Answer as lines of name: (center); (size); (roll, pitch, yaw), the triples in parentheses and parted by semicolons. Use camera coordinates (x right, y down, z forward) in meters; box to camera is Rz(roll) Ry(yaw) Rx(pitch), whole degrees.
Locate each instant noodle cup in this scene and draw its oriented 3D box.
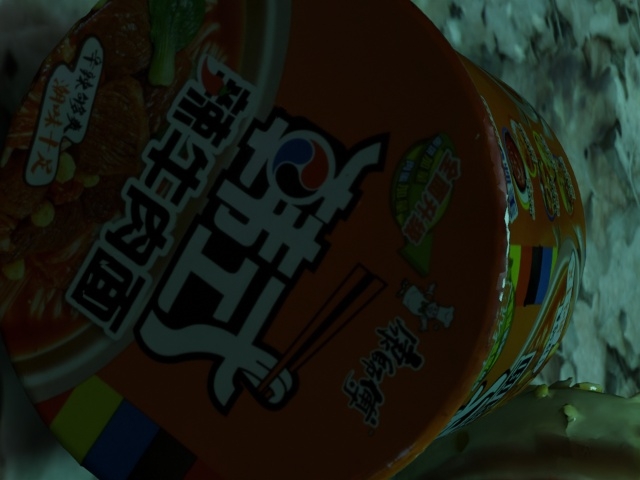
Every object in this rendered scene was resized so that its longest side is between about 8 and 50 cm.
instant noodle cup: (0.000, 0.000, 0.903); (0.192, 0.250, 0.250); (5, 83, -65)

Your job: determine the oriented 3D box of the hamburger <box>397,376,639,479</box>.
hamburger: (0.146, 0.246, 1.005); (0.330, 0.330, 0.250); (61, 42, -32)
